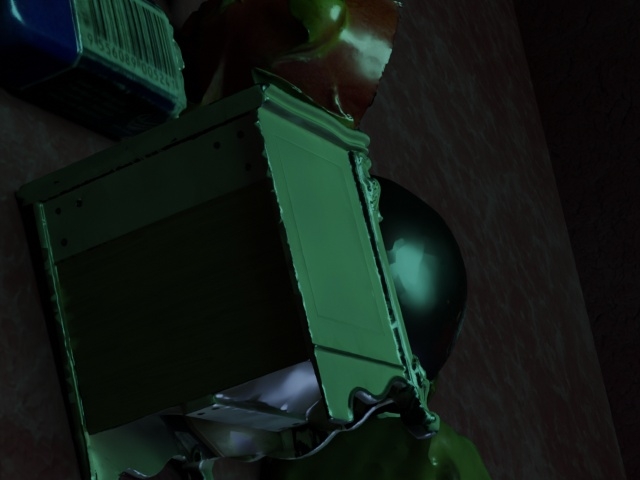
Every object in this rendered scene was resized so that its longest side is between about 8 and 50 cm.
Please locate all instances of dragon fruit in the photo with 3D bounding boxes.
[{"bbox_3d":[-0.060,-0.224,1.902,0.226,0.305,0.305,30,31,-13],"label":"dragon fruit"}]

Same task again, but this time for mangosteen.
[{"bbox_3d":[0.036,0.080,1.737,0.313,0.297,0.297,55,23,-19],"label":"mangosteen"}]

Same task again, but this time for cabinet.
[{"bbox_3d":[-0.083,0.066,1.458,0.227,0.290,0.318,20,52,-61],"label":"cabinet"}]

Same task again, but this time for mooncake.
[{"bbox_3d":[0.131,0.381,1.747,0.394,0.246,0.393,-12,86,-67],"label":"mooncake"}]

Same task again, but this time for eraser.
[{"bbox_3d":[-0.263,-0.214,1.583,0.332,0.102,0.155,22,50,-62],"label":"eraser"}]

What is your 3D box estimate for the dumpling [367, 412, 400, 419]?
[{"bbox_3d":[0.096,0.276,1.907,0.199,0.136,0.118,76,34,-54],"label":"dumpling"}]
